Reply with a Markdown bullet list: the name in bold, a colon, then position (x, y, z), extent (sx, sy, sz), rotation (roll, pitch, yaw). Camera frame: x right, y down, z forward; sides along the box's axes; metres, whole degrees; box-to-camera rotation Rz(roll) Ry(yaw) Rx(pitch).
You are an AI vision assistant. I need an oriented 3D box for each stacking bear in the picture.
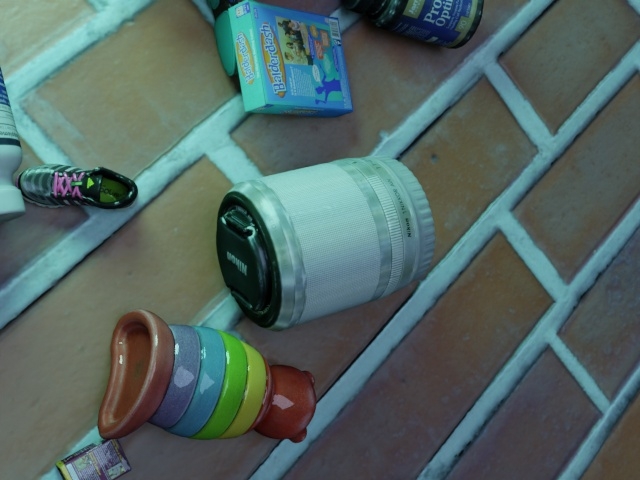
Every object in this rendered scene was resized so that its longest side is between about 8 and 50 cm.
- **stacking bear**: position (-0.137, 0.208, 1.173), extent (0.289, 0.164, 0.175), rotation (19, 62, -31)

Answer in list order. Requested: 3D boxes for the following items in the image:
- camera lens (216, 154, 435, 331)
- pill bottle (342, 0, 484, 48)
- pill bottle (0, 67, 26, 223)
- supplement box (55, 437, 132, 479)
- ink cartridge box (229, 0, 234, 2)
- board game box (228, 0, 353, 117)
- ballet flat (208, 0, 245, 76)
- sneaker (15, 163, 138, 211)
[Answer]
- **camera lens**: position (0.000, 0.000, 1.228), extent (0.274, 0.219, 0.219), rotation (-15, 90, -27)
- **pill bottle**: position (0.154, -0.406, 1.408), extent (0.219, 0.123, 0.122), rotation (9, 80, -25)
- **pill bottle**: position (-0.467, -0.146, 1.053), extent (0.153, 0.153, 0.264), rotation (-14, 90, -27)
- **supplement box**: position (-0.308, 0.307, 1.137), extent (0.083, 0.043, 0.054), rotation (-26, 95, -26)
- **ink cartridge box**: position (-0.132, -0.547, 1.231), extent (0.270, 0.151, 0.395), rotation (41, 60, -7)
- **board game box**: position (-0.041, -0.276, 1.297), extent (0.210, 0.047, 0.160), rotation (-5, 86, -50)
- **ballet flat**: position (-0.136, -0.355, 1.290), extent (0.074, 0.074, 0.203), rotation (-18, 89, -27)
- **sneaker**: position (-0.330, -0.076, 1.155), extent (0.171, 0.075, 0.063), rotation (8, 80, -25)
